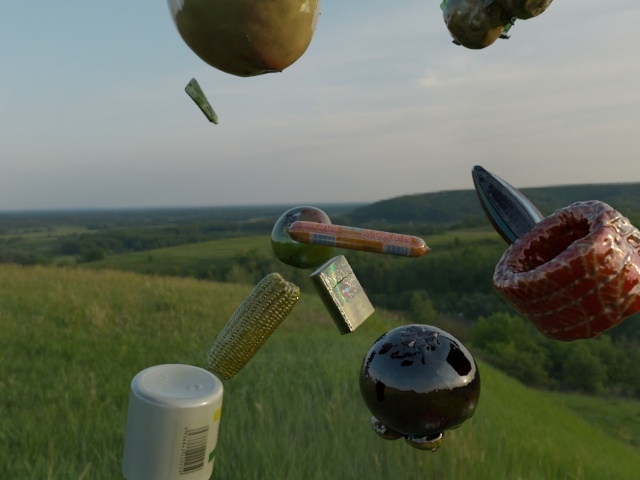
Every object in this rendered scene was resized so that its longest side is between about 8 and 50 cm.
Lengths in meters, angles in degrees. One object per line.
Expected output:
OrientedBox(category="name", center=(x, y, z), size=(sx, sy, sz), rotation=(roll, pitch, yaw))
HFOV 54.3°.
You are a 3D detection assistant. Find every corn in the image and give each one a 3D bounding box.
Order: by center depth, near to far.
OrientedBox(category="corn", center=(-0.200, 0.251, 1.810), size=(0.131, 0.344, 0.131), rotation=(37, -1, 1))

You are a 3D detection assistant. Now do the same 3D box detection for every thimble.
OrientedBox(category="thimble", center=(0.628, 0.074, 1.547), size=(0.350, 0.230, 0.350), rotation=(-42, 9, 8))

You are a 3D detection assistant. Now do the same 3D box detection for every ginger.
OrientedBox(category="ginger", center=(0.425, -0.538, 1.240), size=(0.375, 0.176, 0.256), rotation=(-33, -8, -8))

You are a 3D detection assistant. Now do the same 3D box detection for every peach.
OrientedBox(category="peach", center=(-0.138, -0.429, 1.093), size=(0.292, 0.292, 0.247), rotation=(1, 16, 40))

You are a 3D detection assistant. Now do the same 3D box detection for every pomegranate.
OrientedBox(category="pomegranate", center=(-0.034, 0.007, 1.702), size=(0.180, 0.179, 0.209), rotation=(0, -33, 27))

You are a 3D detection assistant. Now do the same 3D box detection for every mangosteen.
OrientedBox(category="mangosteen", center=(0.254, 0.388, 1.604), size=(0.307, 0.346, 0.307), rotation=(-5, 22, 2))

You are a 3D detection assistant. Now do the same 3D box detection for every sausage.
OrientedBox(category="sausage", center=(0.083, -0.003, 1.459), size=(0.348, 0.053, 0.053), rotation=(8, 5, 8))

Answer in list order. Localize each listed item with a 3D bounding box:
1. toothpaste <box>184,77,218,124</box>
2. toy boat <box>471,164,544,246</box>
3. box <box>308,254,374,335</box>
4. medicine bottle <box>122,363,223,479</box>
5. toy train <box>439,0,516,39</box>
OrientedBox(category="toothpaste", center=(-0.344, -0.400, 1.835), size=(0.029, 0.048, 0.197), rotation=(30, -14, 26))
OrientedBox(category="toy boat", center=(0.580, -0.089, 1.910), size=(0.136, 0.392, 0.079), rotation=(-37, -20, 10))
OrientedBox(category="box", center=(0.074, 0.189, 2.180), size=(0.071, 0.240, 0.159), rotation=(-24, 9, 45))
OrientedBox(category="medicine bottle", center=(-0.348, 0.480, 1.448), size=(0.208, 0.339, 0.208), rotation=(9, 13, -2))
OrientedBox(category="toy train", center=(0.450, -0.642, 1.662), size=(0.330, 0.178, 0.138), rotation=(-10, 53, -47))
